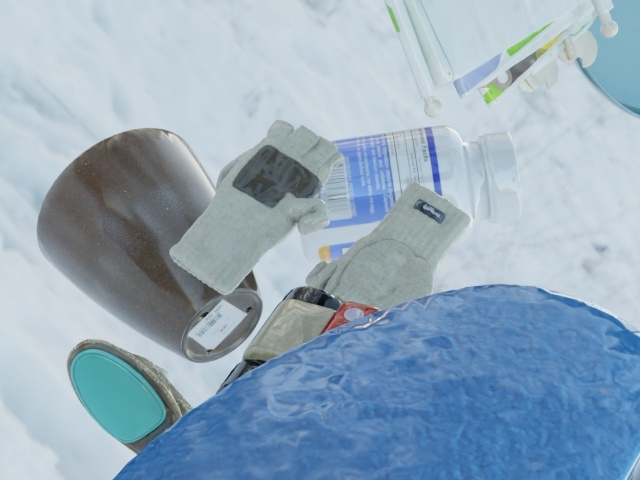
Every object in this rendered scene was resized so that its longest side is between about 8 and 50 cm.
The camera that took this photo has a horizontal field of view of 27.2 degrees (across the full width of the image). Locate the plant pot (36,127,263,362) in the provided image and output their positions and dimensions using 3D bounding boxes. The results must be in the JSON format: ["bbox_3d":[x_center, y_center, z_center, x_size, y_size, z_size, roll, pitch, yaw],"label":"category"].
[{"bbox_3d":[-0.173,0.025,1.502,0.230,0.215,0.215,47,15,34],"label":"plant pot"}]

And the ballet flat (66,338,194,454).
[{"bbox_3d":[-0.136,0.151,1.121,0.206,0.073,0.067,53,20,-21],"label":"ballet flat"}]

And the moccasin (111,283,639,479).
[{"bbox_3d":[-0.032,0.140,0.350,0.138,0.342,0.117,27,-38,41],"label":"moccasin"}]

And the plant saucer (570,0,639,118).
[{"bbox_3d":[0.359,-0.284,1.515,0.317,0.044,0.317,7,78,-37],"label":"plant saucer"}]

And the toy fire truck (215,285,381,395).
[{"bbox_3d":[0.055,0.176,0.950,0.246,0.217,0.158,13,40,20],"label":"toy fire truck"}]

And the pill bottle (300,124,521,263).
[{"bbox_3d":[0.106,-0.062,1.643,0.152,0.272,0.152,-8,90,-88],"label":"pill bottle"}]

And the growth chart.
[{"bbox_3d":[0.156,-0.201,1.127,0.021,0.237,0.172,14,-53,56],"label":"growth chart"}]

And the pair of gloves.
[{"bbox_3d":[0.000,0.000,1.275,0.240,0.042,0.204,27,61,7],"label":"pair of gloves"}]
